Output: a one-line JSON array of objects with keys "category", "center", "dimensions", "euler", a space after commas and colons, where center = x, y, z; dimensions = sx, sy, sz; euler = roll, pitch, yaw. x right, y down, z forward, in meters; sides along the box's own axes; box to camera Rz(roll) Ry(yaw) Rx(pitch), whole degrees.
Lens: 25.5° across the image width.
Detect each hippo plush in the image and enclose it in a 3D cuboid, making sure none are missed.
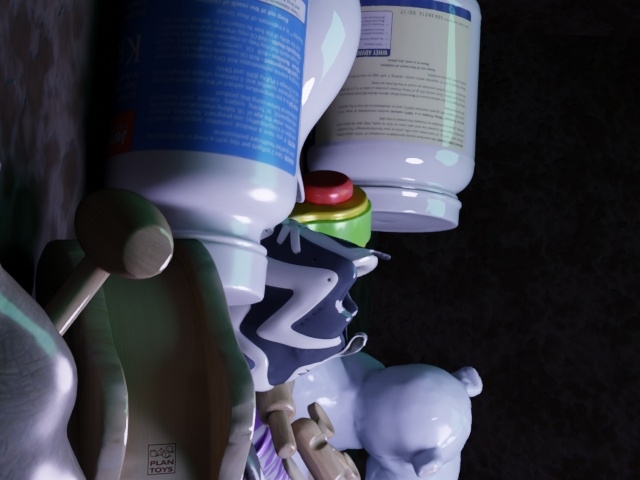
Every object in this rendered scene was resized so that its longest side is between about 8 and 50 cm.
[{"category": "hippo plush", "center": [0.049, 0.154, 1.472], "dimensions": [0.234, 0.236, 0.294], "euler": [-67, 162, -44]}]

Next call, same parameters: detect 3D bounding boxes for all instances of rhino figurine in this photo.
[{"category": "rhino figurine", "center": [-0.132, 0.054, 0.475], "dimensions": [0.073, 0.106, 0.243], "euler": [-81, 172, -48]}]

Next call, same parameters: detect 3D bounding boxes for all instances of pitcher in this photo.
[{"category": "pitcher", "center": [-0.046, -0.158, 1.226], "dimensions": [0.178, 0.125, 0.207], "euler": [41, 62, -63]}]

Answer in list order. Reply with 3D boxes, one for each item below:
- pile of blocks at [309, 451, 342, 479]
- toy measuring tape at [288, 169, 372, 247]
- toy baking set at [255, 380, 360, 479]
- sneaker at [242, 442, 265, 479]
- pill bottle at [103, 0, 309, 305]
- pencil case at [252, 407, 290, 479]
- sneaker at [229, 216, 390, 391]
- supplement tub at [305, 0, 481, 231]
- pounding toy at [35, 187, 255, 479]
[{"category": "pile of blocks", "center": [-0.006, 0.253, 1.739], "dimensions": [0.149, 0.112, 0.362], "euler": [-46, 139, -81]}, {"category": "toy measuring tape", "center": [0.000, 0.000, 1.682], "dimensions": [0.330, 0.121, 0.121], "euler": [-75, 166, -64]}, {"category": "toy baking set", "center": [0.002, 0.175, 1.171], "dimensions": [0.197, 0.030, 0.256], "euler": [53, 11, -33]}, {"category": "sneaker", "center": [-0.094, 0.201, 1.033], "dimensions": [0.162, 0.106, 0.281], "euler": [-89, -172, -54]}, {"category": "pill bottle", "center": [-0.073, -0.074, 0.901], "dimensions": [0.124, 0.124, 0.222], "euler": [66, 27, -77]}, {"category": "pencil case", "center": [-0.073, 0.194, 1.248], "dimensions": [0.088, 0.086, 0.206], "euler": [-57, 161, -20]}, {"category": "sneaker", "center": [-0.028, -0.007, 1.083], "dimensions": [0.094, 0.153, 0.235], "euler": [1, 78, -82]}, {"category": "supplement tub", "center": [0.101, -0.185, 1.973], "dimensions": [0.235, 0.235, 0.325], "euler": [55, 38, -80]}, {"category": "pounding toy", "center": [-0.129, 0.083, 0.712], "dimensions": [0.154, 0.154, 0.270], "euler": [-131, -134, -56]}]
